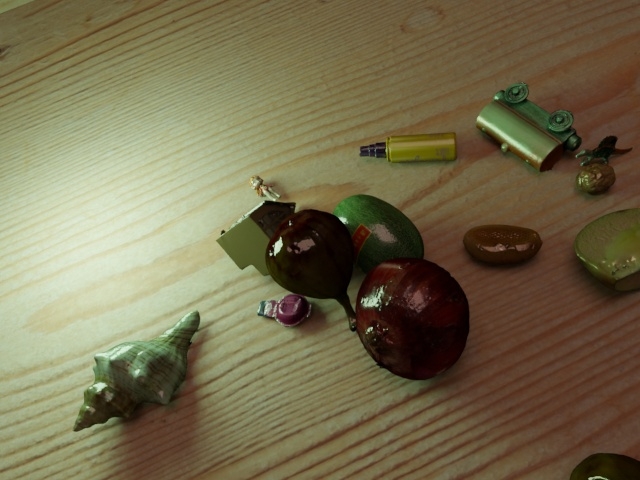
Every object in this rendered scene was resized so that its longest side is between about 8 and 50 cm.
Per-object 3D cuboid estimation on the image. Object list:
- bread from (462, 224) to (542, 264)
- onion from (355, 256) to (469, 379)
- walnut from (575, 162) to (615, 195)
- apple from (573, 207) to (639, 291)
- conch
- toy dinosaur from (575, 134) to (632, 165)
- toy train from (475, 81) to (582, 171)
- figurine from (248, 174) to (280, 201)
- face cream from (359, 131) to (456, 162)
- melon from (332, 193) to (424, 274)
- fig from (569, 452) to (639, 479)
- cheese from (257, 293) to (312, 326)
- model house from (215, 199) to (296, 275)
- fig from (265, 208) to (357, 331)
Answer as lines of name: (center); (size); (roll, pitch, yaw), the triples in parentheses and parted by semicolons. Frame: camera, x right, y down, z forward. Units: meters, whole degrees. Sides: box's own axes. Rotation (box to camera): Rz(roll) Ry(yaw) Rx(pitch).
bread: (0.449, 0.012, 1.543); (0.189, 0.077, 0.114); (4, 39, 16)
onion: (0.198, 0.174, 1.374); (0.276, 0.276, 0.276); (-6, 57, 9)
walnut: (0.704, -0.156, 1.594); (0.096, 0.079, 0.083); (-20, 94, -11)
apple: (0.725, 0.018, 1.457); (0.264, 0.120, 0.193); (-24, 43, -7)
conch: (-0.427, 0.313, 1.489); (0.386, 0.169, 0.203); (-43, 84, -14)
toy dinosaur: (0.742, -0.237, 1.621); (0.187, 0.106, 0.044); (-18, 56, 1)
toy train: (0.565, -0.307, 1.711); (0.177, 0.116, 0.285); (-43, 59, -2)
figurine: (-0.162, -0.146, 1.796); (0.109, 0.047, 0.064); (36, 63, 20)
face cream: (0.245, -0.260, 1.760); (0.273, 0.078, 0.078); (-2, 57, 11)
melon: (0.146, -0.001, 1.552); (0.182, 0.182, 0.287); (-42, 57, -15)
fig: (0.537, 0.479, 1.112); (0.190, 0.290, 0.191); (-5, 77, 25)
cheese: (-0.092, 0.175, 1.577); (0.145, 0.038, 0.095); (1, 56, 20)
model house: (-0.118, -0.030, 1.671); (0.176, 0.181, 0.248); (52, 44, -6)
fig: (0.004, 0.088, 1.489); (0.216, 0.321, 0.217); (-25, 20, 10)
